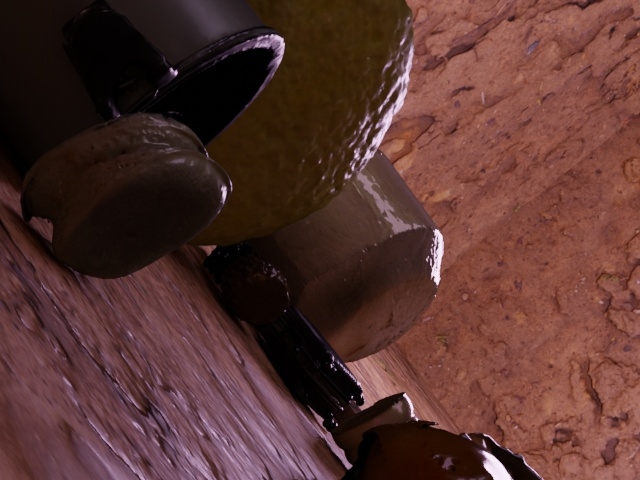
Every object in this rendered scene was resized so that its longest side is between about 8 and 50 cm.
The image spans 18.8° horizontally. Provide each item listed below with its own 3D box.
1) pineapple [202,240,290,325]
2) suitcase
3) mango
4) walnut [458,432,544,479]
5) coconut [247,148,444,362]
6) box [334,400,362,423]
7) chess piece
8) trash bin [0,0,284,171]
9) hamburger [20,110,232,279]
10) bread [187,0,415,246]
[{"bbox_3d":[-0.083,0.031,2.053,0.074,0.074,0.159,50,1,-31],"label":"pineapple"},{"bbox_3d":[-0.012,0.131,2.041,0.086,0.059,0.126,50,0,-41],"label":"suitcase"},{"bbox_3d":[0.094,0.234,1.677,0.248,0.151,0.156,-163,-116,-85],"label":"mango"},{"bbox_3d":[0.193,0.321,2.066,0.204,0.141,0.238,38,12,-36],"label":"walnut"},{"bbox_3d":[0.000,0.000,2.207,0.266,0.237,0.237,57,5,25],"label":"coconut"},{"bbox_3d":[0.033,0.200,2.227,0.053,0.024,0.083,52,1,17],"label":"box"},{"bbox_3d":[0.093,0.261,1.958,0.200,0.090,0.090,62,2,-2],"label":"chess piece"},{"bbox_3d":[-0.191,-0.183,1.497,0.262,0.217,0.277,51,-3,9],"label":"trash bin"},{"bbox_3d":[-0.133,-0.031,1.337,0.062,0.133,0.140,60,16,25],"label":"hamburger"},{"bbox_3d":[-0.114,-0.192,1.968,0.308,0.348,0.348,38,-7,44],"label":"bread"}]
